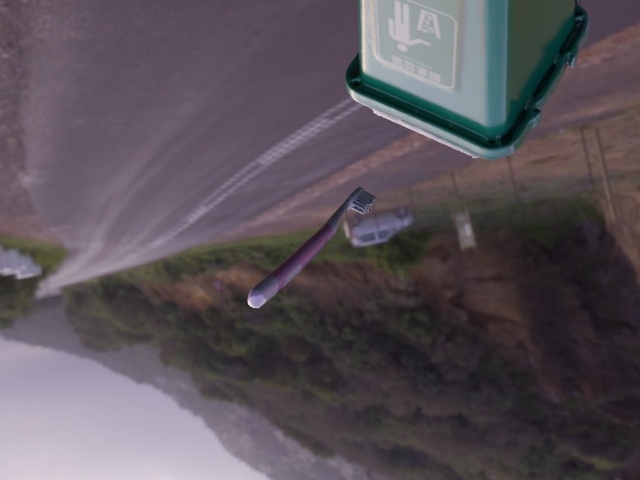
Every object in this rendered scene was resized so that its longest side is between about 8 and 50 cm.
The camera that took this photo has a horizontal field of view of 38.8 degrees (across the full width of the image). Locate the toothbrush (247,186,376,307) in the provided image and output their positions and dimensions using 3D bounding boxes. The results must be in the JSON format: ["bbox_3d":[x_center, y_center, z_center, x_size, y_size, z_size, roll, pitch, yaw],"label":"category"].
[{"bbox_3d":[0.000,0.000,0.855,0.025,0.020,0.286,27,-152,11],"label":"toothbrush"}]

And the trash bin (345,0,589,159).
[{"bbox_3d":[0.185,-0.316,1.071,0.259,0.295,0.381,28,161,20],"label":"trash bin"}]
